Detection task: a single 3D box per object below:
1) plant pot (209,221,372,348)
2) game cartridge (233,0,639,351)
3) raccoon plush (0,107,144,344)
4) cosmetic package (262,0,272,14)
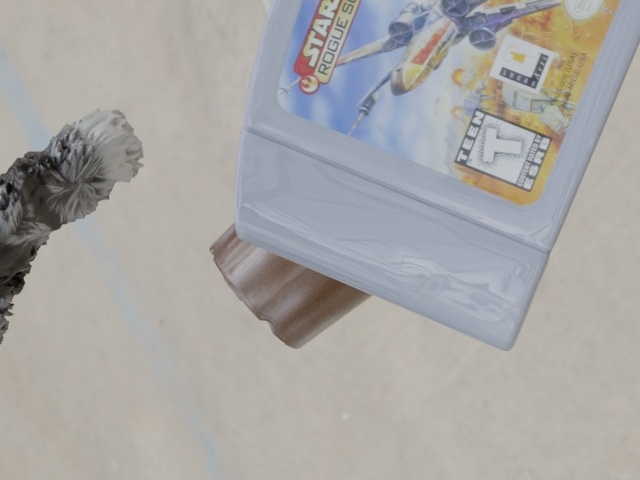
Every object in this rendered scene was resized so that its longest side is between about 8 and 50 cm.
[{"bbox_3d":[0.000,0.000,1.337,0.167,0.165,0.167,48,-173,-7],"label":"plant pot"},{"bbox_3d":[0.071,-0.111,0.819,0.062,0.198,0.297,-35,-33,-83],"label":"game cartridge"},{"bbox_3d":[-0.413,-0.006,1.443,0.299,0.446,0.216,38,153,34],"label":"raccoon plush"},{"bbox_3d":[-0.016,-0.291,1.019,0.160,0.113,0.309,-83,-27,-60],"label":"cosmetic package"}]
